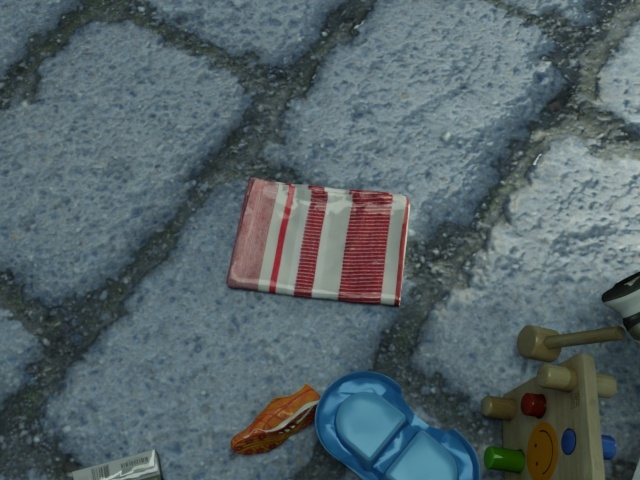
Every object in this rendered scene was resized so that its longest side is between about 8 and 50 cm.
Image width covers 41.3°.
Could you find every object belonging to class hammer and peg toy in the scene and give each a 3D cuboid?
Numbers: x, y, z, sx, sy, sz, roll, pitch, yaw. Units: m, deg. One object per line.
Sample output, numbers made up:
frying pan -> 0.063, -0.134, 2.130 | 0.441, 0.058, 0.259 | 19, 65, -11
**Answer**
hammer and peg toy -> 0.360, 0.280, 1.347 | 0.127, 0.266, 0.362 | 12, 62, -14

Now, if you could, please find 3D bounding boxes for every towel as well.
towel -> 0.000, 0.000, 1.632 | 0.328, 0.037, 0.237 | 6, 63, 5

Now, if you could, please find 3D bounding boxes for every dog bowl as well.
dog bowl -> 0.125, 0.350, 1.422 | 0.297, 0.074, 0.166 | 37, 69, 18

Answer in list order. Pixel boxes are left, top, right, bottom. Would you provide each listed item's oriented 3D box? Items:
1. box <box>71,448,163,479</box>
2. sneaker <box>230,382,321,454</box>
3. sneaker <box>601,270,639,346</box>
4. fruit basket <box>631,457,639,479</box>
box -> -0.323, 0.455, 1.399 | 0.145, 0.038, 0.186 | -15, 62, -6
sneaker -> -0.079, 0.311, 1.465 | 0.175, 0.064, 0.067 | -26, 45, -17
sneaker -> 0.609, 0.151, 1.387 | 0.169, 0.447, 0.258 | -36, 77, 30
fruit basket -> 0.616, 0.426, 1.207 | 0.352, 0.165, 0.327 | 17, 102, 11
